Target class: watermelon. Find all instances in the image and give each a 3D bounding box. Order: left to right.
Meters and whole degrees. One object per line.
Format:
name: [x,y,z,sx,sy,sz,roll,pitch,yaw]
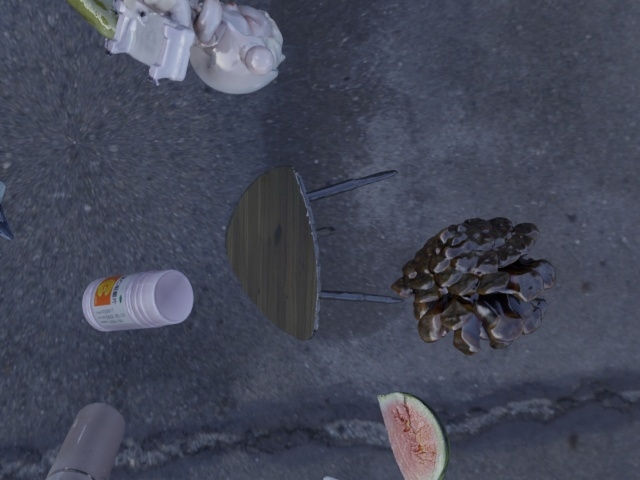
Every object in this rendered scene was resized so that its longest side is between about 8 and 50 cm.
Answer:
watermelon: [0.155,0.287,1.188,0.087,0.069,0.163,-10,70,-31]

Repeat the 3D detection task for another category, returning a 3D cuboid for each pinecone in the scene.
pinecone: [0.227,0.066,1.161,0.229,0.202,0.201,-33,143,-10]

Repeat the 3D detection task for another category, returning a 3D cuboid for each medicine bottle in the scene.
medicine bottle: [-0.425,0.140,1.885,0.133,0.250,0.133,12,75,-52]

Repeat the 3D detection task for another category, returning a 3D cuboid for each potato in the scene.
potato: [-0.363,-0.395,1.326,0.188,0.105,0.085,40,122,-6]

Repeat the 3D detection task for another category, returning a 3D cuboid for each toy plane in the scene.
toy plane: [-0.747,-0.063,1.794,0.212,0.267,0.088,8,54,14]

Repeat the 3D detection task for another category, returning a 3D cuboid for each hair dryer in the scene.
hair dryer: [-0.139,0.236,0.739,0.221,0.195,0.053,10,113,-5]

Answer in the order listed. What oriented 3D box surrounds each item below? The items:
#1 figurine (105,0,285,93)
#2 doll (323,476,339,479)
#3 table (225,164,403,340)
figurine: [-0.138,-0.255,1.062,0.257,0.182,0.144,2,95,-48]
doll: [0.050,0.525,1.376,0.183,0.085,0.217,16,64,5]
table: [0.000,0.000,1.559,0.249,0.317,0.317,-10,100,-35]
